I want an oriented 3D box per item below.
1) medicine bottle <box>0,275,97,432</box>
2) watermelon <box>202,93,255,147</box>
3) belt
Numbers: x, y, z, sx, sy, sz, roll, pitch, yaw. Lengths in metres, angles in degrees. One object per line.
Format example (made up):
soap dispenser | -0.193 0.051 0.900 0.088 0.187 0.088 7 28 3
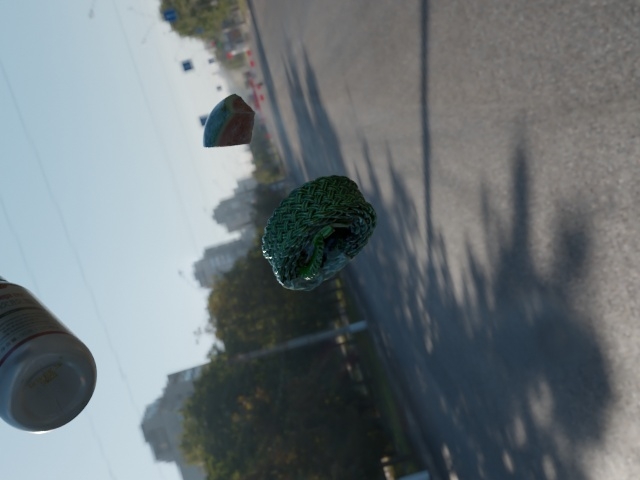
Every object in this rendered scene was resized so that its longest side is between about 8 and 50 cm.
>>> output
medicine bottle | -0.395 0.135 1.163 0.250 0.131 0.131 31 147 43
watermelon | -0.136 -0.166 1.336 0.084 0.072 0.092 106 178 -48
belt | 0.000 0.000 1.063 0.121 0.151 0.079 7 -138 -45
